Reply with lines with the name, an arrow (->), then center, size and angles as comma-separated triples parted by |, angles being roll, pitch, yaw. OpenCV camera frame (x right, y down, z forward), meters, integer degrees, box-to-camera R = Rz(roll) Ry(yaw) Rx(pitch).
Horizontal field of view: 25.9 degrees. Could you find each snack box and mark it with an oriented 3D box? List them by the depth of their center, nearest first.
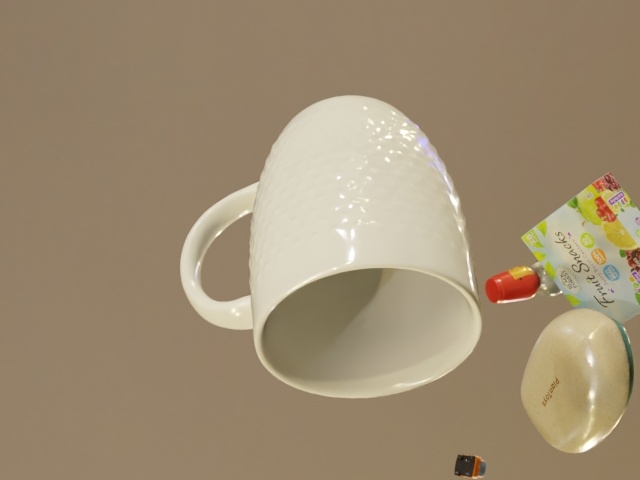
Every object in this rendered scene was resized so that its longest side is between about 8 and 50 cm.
snack box -> 0.447, 0.026, 2.201 | 0.070, 0.174, 0.207 | -29, -98, -45

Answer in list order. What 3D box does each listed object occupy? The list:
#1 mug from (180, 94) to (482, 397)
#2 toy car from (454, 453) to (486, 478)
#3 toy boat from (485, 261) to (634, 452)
mug -> 0.000, 0.000, 1.766 | 0.276, 0.374, 0.328 | 64, -164, -49
toy car -> 0.230, 0.380, 2.105 | 0.040, 0.060, 0.122 | 16, -120, -24
toy boat -> 0.394, 0.162, 2.219 | 0.148, 0.318, 0.267 | -12, -33, -27
